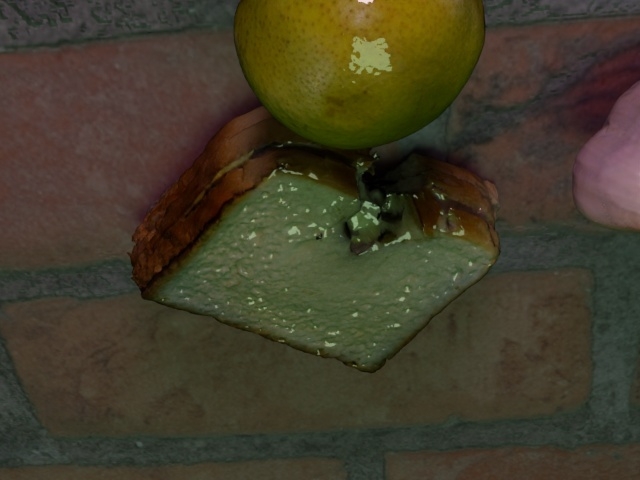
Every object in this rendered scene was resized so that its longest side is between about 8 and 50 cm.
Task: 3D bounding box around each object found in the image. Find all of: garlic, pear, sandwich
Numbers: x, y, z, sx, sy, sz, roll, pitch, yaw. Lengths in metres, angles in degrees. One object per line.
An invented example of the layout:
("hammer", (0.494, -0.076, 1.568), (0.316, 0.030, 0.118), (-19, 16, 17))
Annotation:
("garlic", (0.312, -0.078, 1.172), (0.229, 0.178, 0.143), (-11, 114, -15))
("pear", (0.007, -0.165, 1.036), (0.216, 0.166, 0.180), (32, 151, -6))
("sandwich", (0.000, -0.001, 1.297), (0.273, 0.095, 0.249), (20, 139, -27))
